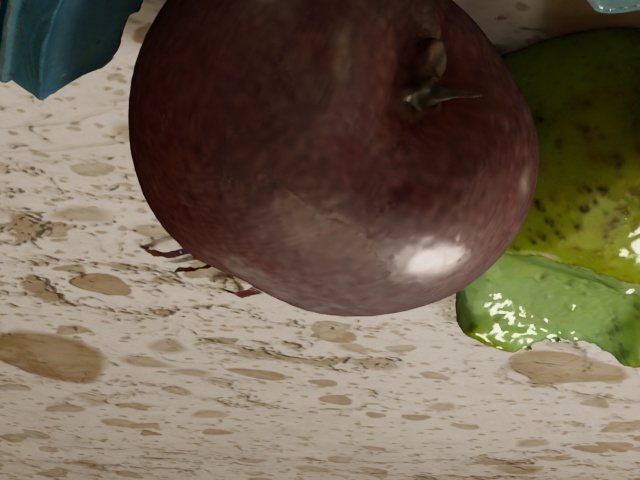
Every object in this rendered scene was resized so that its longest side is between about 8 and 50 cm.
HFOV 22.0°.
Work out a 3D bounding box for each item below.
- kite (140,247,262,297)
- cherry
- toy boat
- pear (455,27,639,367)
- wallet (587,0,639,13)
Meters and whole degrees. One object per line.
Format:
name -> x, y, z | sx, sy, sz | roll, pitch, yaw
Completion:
kite -> 0.000, 0.004, 1.533 | 0.360, 0.022, 0.204 | -15, 152, 41
cherry -> -0.004, -0.066, 1.052 | 0.261, 0.221, 0.307 | 36, 161, -24
toy boat -> -0.151, -0.181, 0.961 | 0.098, 0.109, 0.238 | 49, 149, 7
pear -> 0.224, -0.028, 1.181 | 0.286, 0.176, 0.282 | 4, 158, -4
wallet -> 0.232, -0.201, 0.846 | 0.250, 0.075, 0.176 | -7, 151, 27
